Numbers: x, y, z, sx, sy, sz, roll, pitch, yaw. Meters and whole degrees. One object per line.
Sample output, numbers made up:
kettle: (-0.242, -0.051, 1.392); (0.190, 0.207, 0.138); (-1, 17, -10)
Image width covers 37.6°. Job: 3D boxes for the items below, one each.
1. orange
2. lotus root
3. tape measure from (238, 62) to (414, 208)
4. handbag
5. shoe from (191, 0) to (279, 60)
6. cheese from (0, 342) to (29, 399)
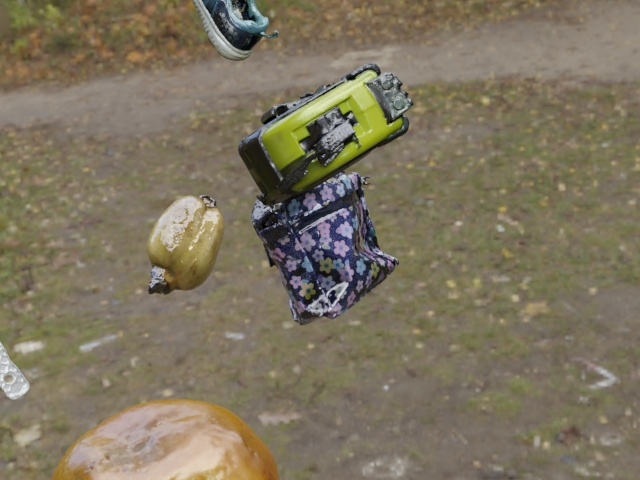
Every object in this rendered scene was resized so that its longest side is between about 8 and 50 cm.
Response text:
orange: (-0.156, 0.277, 0.961); (0.249, 0.249, 0.183); (-16, -3, -20)
lotus root: (-0.240, 0.016, 1.630); (0.125, 0.118, 0.220); (27, 59, -7)
tape measure: (-0.008, -0.126, 1.130); (0.186, 0.112, 0.199); (-35, 6, -22)
handbag: (0.000, 0.000, 1.381); (0.127, 0.207, 0.229); (-18, 9, 42)
shoe: (-0.101, -0.273, 1.040); (0.071, 0.143, 0.064); (-24, -3, 33)
cheese: (-0.515, 0.128, 1.395); (0.127, 0.251, 0.054); (-38, 8, -32)
